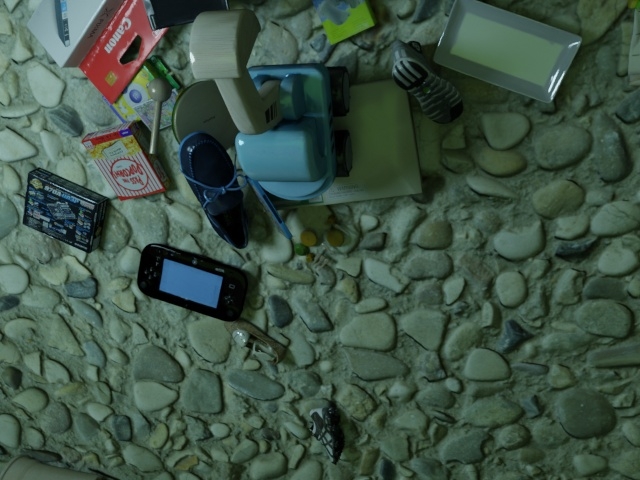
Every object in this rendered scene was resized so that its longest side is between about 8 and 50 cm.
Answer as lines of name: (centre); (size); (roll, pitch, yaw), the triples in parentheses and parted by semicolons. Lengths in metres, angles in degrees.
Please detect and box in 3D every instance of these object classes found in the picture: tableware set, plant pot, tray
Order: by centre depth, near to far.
tray: (0.387, -0.401, 1.229); (0.270, 0.030, 0.145); (21, 119, 3)
tableware set: (0.000, 0.000, 1.528); (0.104, 0.024, 0.154); (36, 120, -1)
plant pot: (-0.950, 0.943, 2.082); (0.305, 0.334, 0.334); (3, 116, 1)

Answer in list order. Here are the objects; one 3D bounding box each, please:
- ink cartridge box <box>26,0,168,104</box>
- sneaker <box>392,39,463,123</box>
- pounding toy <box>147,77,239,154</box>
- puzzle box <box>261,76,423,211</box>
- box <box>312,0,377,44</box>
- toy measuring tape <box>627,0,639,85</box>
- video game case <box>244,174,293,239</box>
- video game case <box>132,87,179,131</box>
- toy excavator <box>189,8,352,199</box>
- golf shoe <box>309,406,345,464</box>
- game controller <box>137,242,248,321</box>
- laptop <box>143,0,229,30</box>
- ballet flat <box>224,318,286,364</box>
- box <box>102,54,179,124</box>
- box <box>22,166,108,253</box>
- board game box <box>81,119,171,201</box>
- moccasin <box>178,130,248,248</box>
ink cartridge box: (-0.513, -0.509, 1.359); (0.296, 0.066, 0.261); (-41, 88, 27)
sneaker: (0.228, -0.356, 1.262); (0.086, 0.132, 0.228); (-27, 143, 28)
pounding toy: (-0.314, -0.294, 1.388); (0.110, 0.236, 0.183); (24, 112, 43)
puzzle box: (0.023, -0.222, 1.396); (0.408, 0.052, 0.272); (-5, 114, 17)
box: (0.038, -0.525, 1.250); (0.109, 0.042, 0.178); (-19, 110, 21)
toy measuring tape: (0.625, -0.449, 1.099); (0.121, 0.121, 0.330); (1, 116, 14)
video game case: (-0.127, -0.082, 1.412); (0.015, 0.119, 0.166); (-34, 107, -7)
video game case: (-0.386, -0.319, 1.441); (0.122, 0.011, 0.087); (-18, 140, 12)
toy excavator: (-0.085, -0.237, 1.120); (0.222, 0.445, 0.433); (2, 121, 12)
golf shoe: (0.018, 0.591, 1.789); (0.093, 0.077, 0.198); (0, 109, 26)
game controller: (-0.361, 0.117, 1.649); (0.319, 0.067, 0.166); (17, 118, 5)
laptop: (-0.242, -0.607, 1.068); (0.236, 0.408, 0.382); (-4, 114, 18)
ballet flat: (-0.194, 0.293, 1.692); (0.206, 0.067, 0.073); (28, 120, 0)
box: (-0.442, -0.366, 1.448); (0.179, 0.043, 0.105); (-32, 105, 24)
box: (-0.723, -0.083, 1.651); (0.220, 0.051, 0.175); (23, 119, 2)
board game box: (-0.499, -0.203, 1.517); (0.146, 0.045, 0.193); (-11, 126, 19)
moccasin: (-0.229, -0.114, 1.415); (0.137, 0.117, 0.342); (-34, 142, -10)
